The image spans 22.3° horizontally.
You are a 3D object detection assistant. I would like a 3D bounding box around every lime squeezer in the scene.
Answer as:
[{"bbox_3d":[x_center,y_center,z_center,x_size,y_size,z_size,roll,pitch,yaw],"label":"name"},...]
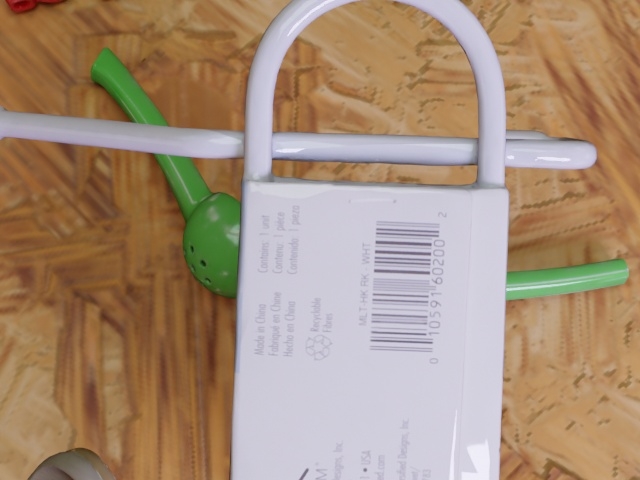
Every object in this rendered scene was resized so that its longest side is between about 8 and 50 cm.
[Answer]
[{"bbox_3d":[0.000,0.000,0.850,0.310,0.059,0.110,22,39,8],"label":"lime squeezer"}]

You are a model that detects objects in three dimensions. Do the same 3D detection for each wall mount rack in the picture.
[{"bbox_3d":[-0.032,0.053,0.749,0.304,0.130,0.350,2,96,-3],"label":"wall mount rack"}]

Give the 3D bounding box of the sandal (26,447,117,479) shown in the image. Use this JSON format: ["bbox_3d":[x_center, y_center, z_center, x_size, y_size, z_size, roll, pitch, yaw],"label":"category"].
[{"bbox_3d":[-0.149,0.170,0.742,0.072,0.049,0.180,42,115,24],"label":"sandal"}]

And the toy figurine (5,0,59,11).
[{"bbox_3d":[-0.138,-0.258,0.846,0.362,0.217,0.191,-13,71,-4],"label":"toy figurine"}]
